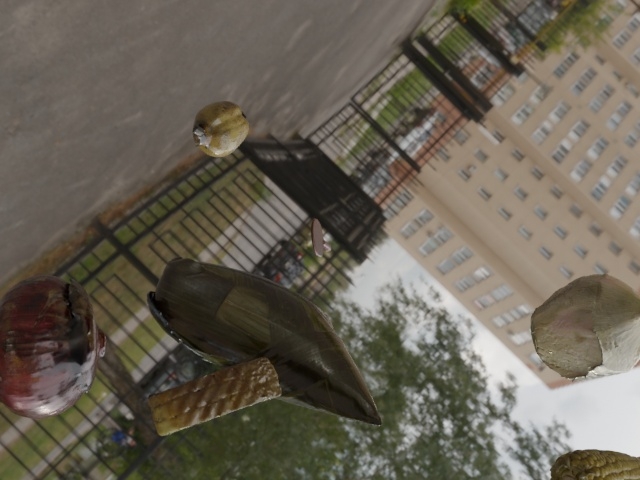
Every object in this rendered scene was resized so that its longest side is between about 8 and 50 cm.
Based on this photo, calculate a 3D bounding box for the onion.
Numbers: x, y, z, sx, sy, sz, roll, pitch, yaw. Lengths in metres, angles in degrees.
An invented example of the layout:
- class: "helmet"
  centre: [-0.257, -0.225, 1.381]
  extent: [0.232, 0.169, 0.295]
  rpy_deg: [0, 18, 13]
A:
- class: "onion"
  centre: [-0.468, 0.180, 1.192]
  extent: [0.246, 0.190, 0.246]
  rpy_deg: [-178, -90, -72]

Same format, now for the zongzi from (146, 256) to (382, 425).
- class: "zongzi"
  centre: [-0.113, 0.190, 1.296]
  extent: [0.208, 0.403, 0.432]
  rpy_deg: [-61, -155, 0]

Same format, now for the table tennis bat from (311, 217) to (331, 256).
- class: "table tennis bat"
  centre: [0.000, 0.000, 1.765]
  extent: [0.019, 0.098, 0.154]
  rpy_deg: [-7, 163, 14]

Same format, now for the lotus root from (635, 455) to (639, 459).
- class: "lotus root"
  centre: [0.653, 0.506, 1.369]
  extent: [0.309, 0.183, 0.183]
  rpy_deg: [-13, -166, 24]

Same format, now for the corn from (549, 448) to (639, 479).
- class: "corn"
  centre: [0.452, 0.379, 1.102]
  extent: [0.091, 0.091, 0.260]
  rpy_deg: [-30, 149, 35]

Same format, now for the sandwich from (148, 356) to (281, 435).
- class: "sandwich"
  centre: [-0.159, 0.233, 1.033]
  extent: [0.186, 0.065, 0.215]
  rpy_deg: [-16, 169, -17]

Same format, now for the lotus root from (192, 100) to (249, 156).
- class: "lotus root"
  centre: [-0.248, -0.266, 1.667]
  extent: [0.118, 0.125, 0.221]
  rpy_deg: [-41, -178, 34]

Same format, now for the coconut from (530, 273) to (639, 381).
- class: "coconut"
  centre: [0.286, 0.089, 0.717]
  extent: [0.110, 0.110, 0.124]
  rpy_deg: [-46, -174, -41]
